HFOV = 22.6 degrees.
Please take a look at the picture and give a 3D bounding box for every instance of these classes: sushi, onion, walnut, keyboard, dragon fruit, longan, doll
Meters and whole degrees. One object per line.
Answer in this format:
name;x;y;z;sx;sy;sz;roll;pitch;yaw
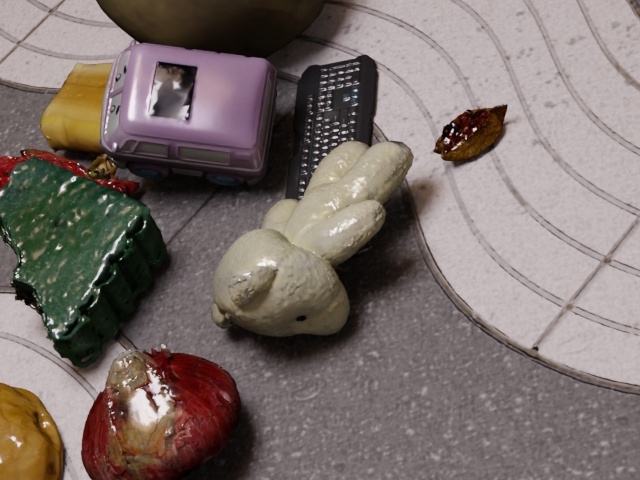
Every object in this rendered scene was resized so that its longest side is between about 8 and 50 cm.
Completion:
sushi;0.167;-0.124;1.824;0.099;0.047;0.050;-42;44;-14
onion;-0.177;0.177;1.668;0.184;0.147;0.184;-25;20;10
walnut;-0.380;0.228;1.767;0.167;0.087;0.211;-36;45;0
keyboard;0.012;-0.121;1.919;0.106;0.016;0.262;-10;49;19
dragon fruit;-0.321;-0.063;1.980;0.192;0.092;0.122;5;55;29
longan;-0.139;-0.348;1.976;0.288;0.288;0.350;0;8;26
doll;0.003;0.000;1.756;0.149;0.175;0.278;38;68;2

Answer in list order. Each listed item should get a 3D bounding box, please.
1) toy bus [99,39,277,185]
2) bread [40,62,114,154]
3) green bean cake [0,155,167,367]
toy bus;-0.157;-0.151;1.893;0.202;0.142;0.142;7;76;1
bread;-0.262;-0.162;2.041;0.173;0.085;0.134;10;56;34
green bean cake;-0.304;0.023;1.864;0.208;0.107;0.193;25;74;24
